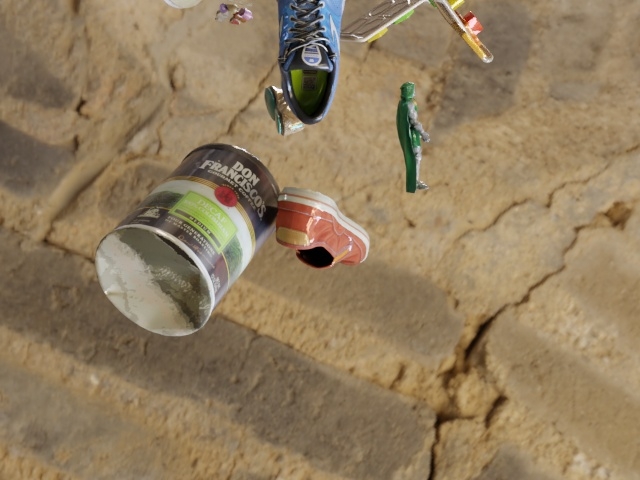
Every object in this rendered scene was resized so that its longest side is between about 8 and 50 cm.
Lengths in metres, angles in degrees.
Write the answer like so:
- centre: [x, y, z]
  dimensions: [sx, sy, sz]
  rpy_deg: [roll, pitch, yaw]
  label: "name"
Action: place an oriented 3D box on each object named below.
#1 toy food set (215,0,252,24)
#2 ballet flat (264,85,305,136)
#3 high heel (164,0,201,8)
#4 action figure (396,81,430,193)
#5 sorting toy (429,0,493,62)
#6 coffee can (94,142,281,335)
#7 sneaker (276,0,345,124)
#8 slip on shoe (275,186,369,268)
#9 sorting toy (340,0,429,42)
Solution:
- centre: [-0.192, -0.503, 1.883]
  dimensions: [0.077, 0.122, 0.019]
  rpy_deg: [10, -98, -14]
  label: "toy food set"
- centre: [-0.075, -0.285, 1.849]
  dimensions: [0.067, 0.073, 0.206]
  rpy_deg: [-7, -144, -11]
  label: "ballet flat"
- centre: [-0.195, -0.423, 1.161]
  dimensions: [0.186, 0.093, 0.261]
  rpy_deg: [61, -150, -7]
  label: "high heel"
- centre: [0.200, -0.228, 1.837]
  dimensions: [0.063, 0.232, 0.137]
  rpy_deg: [-8, -167, -3]
  label: "action figure"
- centre: [0.238, -0.430, 1.539]
  dimensions: [0.196, 0.047, 0.348]
  rpy_deg: [35, -159, -41]
  label: "sorting toy"
- centre: [-0.205, -0.007, 1.367]
  dimensions: [0.201, 0.202, 0.275]
  rpy_deg: [28, -140, 4]
  label: "coffee can"
- centre: [-0.012, -0.347, 1.411]
  dimensions: [0.129, 0.330, 0.147]
  rpy_deg: [-5, -150, -3]
  label: "sneaker"
- centre: [0.000, 0.000, 1.424]
  dimensions: [0.123, 0.331, 0.101]
  rpy_deg: [12, -99, 18]
  label: "slip on shoe"
- centre: [0.132, -0.503, 1.938]
  dimensions: [0.208, 0.038, 0.193]
  rpy_deg: [-31, -157, -11]
  label: "sorting toy"
